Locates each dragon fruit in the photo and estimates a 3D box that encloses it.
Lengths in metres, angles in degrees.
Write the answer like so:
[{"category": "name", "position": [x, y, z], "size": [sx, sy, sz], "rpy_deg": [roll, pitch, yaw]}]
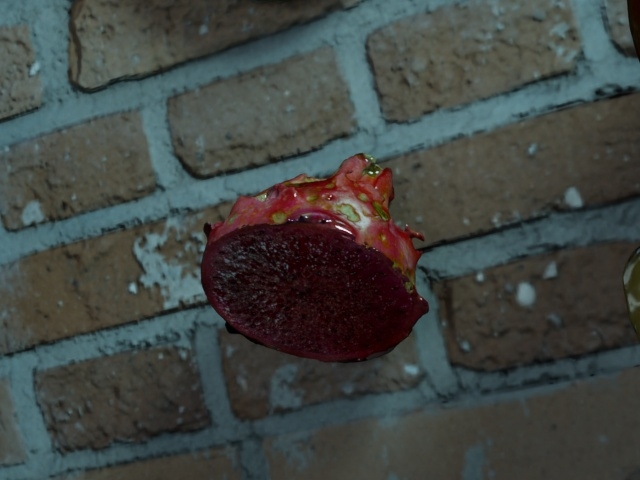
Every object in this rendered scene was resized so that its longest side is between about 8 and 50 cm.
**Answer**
[{"category": "dragon fruit", "position": [0.000, 0.000, 1.098], "size": [0.153, 0.153, 0.111], "rpy_deg": [-9, 42, 29]}]

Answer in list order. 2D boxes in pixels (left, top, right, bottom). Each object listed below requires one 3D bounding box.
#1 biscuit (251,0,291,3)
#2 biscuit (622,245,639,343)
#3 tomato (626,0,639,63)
[{"category": "biscuit", "position": [-0.020, -0.231, 1.140], "size": [0.250, 0.032, 0.133], "rpy_deg": [-19, 80, 28]}, {"category": "biscuit", "position": [0.297, 0.047, 0.958], "size": [0.260, 0.041, 0.203], "rpy_deg": [13, 99, 30]}, {"category": "tomato", "position": [0.288, -0.130, 0.852], "size": [0.270, 0.222, 0.270], "rpy_deg": [-1, 76, 3]}]
